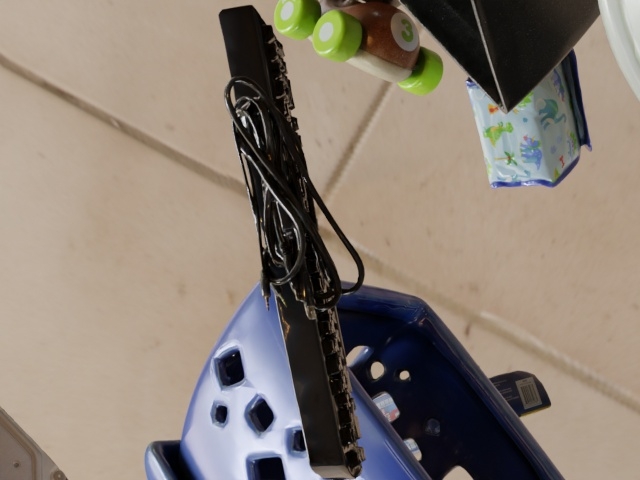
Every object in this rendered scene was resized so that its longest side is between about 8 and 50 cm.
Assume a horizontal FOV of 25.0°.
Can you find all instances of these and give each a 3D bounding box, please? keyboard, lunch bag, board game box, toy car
[{"bbox_3d":[0.000,0.000,0.577,0.038,0.100,0.192,-14,84,11],"label":"keyboard"},{"bbox_3d":[0.231,-0.140,1.522,0.096,0.151,0.128,0,116,32],"label":"lunch bag"},{"bbox_3d":[0.081,0.172,1.344,0.194,0.194,0.060,-26,78,38],"label":"board game box"},{"bbox_3d":[0.070,-0.274,1.543,0.149,0.155,0.188,36,105,47],"label":"toy car"}]

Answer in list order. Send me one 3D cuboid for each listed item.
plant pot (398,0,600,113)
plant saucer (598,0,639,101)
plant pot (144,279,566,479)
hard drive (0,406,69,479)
[{"bbox_3d":[0.155,-0.255,1.206,0.167,0.188,0.187,-33,55,-4],"label":"plant pot"},{"bbox_3d":[0.398,-0.213,1.017,0.401,0.100,0.400,-1,101,-3],"label":"plant saucer"},{"bbox_3d":[0.020,0.184,1.095,0.212,0.236,0.236,-48,62,20],"label":"plant pot"},{"bbox_3d":[-0.414,0.179,1.295,0.339,0.064,0.237,47,44,2],"label":"hard drive"}]
